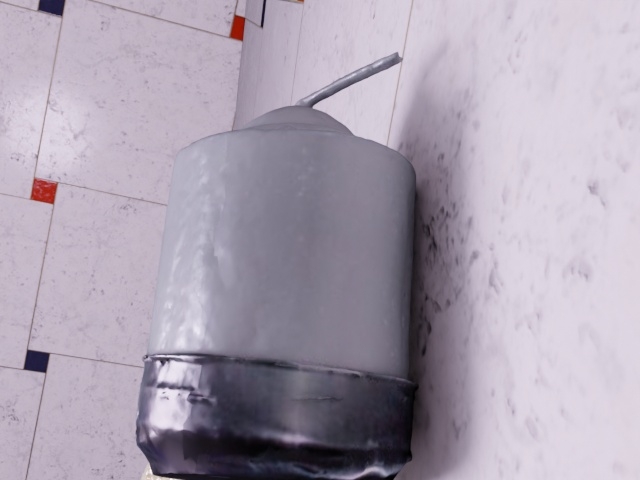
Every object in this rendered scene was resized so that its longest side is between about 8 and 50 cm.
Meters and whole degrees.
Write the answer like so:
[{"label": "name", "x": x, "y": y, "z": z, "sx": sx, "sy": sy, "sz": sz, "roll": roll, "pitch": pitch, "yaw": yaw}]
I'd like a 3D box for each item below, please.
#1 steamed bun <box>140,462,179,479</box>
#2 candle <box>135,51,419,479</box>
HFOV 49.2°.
[{"label": "steamed bun", "x": -0.077, "y": 0.280, "z": 0.707, "sx": 0.170, "sy": 0.225, "sz": 0.200, "roll": -37, "pitch": 29, "yaw": 37}, {"label": "candle", "x": -0.027, "y": 0.030, "z": 0.581, "sx": 0.221, "sy": 0.221, "sz": 0.342, "roll": 131, "pitch": 145, "yaw": -70}]
